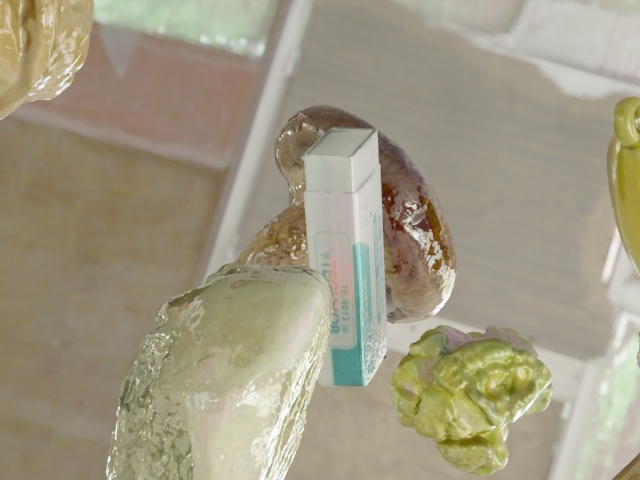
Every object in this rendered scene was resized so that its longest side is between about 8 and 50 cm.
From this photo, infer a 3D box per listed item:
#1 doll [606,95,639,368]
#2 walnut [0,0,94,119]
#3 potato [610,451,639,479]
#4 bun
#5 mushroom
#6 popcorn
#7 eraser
[{"bbox_3d":[0.435,0.010,1.787,0.161,0.348,0.423,3,-177,35],"label":"doll"},{"bbox_3d":[-0.335,-0.231,1.503,0.257,0.257,0.224,13,-171,42],"label":"walnut"},{"bbox_3d":[0.243,0.171,0.990,0.109,0.178,0.118,51,-146,15],"label":"potato"},{"bbox_3d":[-0.068,0.104,0.980,0.116,0.210,0.237,18,170,7],"label":"bun"},{"bbox_3d":[0.036,-0.010,1.772,0.267,0.255,0.267,17,144,13],"label":"mushroom"},{"bbox_3d":[0.128,0.130,1.352,0.125,0.126,0.145,33,-149,13],"label":"popcorn"},{"bbox_3d":[0.026,0.016,1.439,0.052,0.225,0.095,3,-160,17],"label":"eraser"}]
